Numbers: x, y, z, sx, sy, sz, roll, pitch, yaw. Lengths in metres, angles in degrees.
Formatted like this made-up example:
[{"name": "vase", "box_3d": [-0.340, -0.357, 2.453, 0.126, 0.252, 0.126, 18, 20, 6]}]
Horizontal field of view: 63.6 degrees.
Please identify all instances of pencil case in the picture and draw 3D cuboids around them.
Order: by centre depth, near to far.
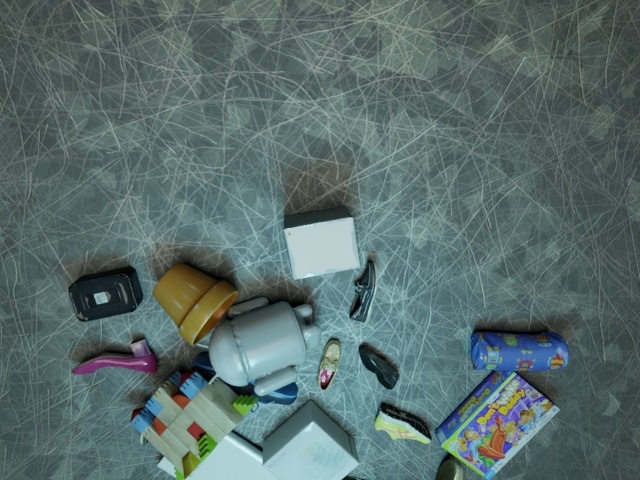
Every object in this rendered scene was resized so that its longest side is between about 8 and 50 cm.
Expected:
[{"name": "pencil case", "box_3d": [0.636, 0.353, 1.667, 0.306, 0.133, 0.119, 0, 132, -3]}]

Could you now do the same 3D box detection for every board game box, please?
[{"name": "board game box", "box_3d": [0.592, 0.610, 1.741, 0.233, 0.078, 0.347, 38, 98, -14]}]

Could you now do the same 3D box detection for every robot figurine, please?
[{"name": "robot figurine", "box_3d": [-0.176, 0.306, 1.532, 0.354, 0.299, 0.199, -17, 144, -14]}]

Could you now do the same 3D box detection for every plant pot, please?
[{"name": "plant pot", "box_3d": [-0.379, 0.170, 1.521, 0.188, 0.205, 0.205, 38, 98, 5]}]

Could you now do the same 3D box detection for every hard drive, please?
[{"name": "hard drive", "box_3d": [-0.328, 0.752, 1.717, 0.353, 0.047, 0.233, 37, 98, -7]}]

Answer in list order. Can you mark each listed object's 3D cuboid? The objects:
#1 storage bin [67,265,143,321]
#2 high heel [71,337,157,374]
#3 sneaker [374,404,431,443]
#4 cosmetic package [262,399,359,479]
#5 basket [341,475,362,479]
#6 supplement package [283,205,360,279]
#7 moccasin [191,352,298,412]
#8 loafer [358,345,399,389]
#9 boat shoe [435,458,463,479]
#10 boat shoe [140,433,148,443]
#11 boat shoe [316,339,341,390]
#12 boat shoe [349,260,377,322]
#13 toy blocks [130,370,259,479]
[{"name": "storage bin", "box_3d": [-0.639, 0.159, 1.544, 0.180, 0.084, 0.122, -12, 104, -2]}, {"name": "high heel", "box_3d": [-0.636, 0.398, 1.604, 0.244, 0.082, 0.117, -20, 94, -12]}, {"name": "sneaker", "box_3d": [0.274, 0.633, 1.735, 0.209, 0.081, 0.094, 28, 107, -4]}, {"name": "cosmetic package", "box_3d": [-0.034, 0.693, 1.690, 0.224, 0.138, 0.224, -43, 101, 6]}, {"name": "basket", "box_3d": [0.076, 0.947, 1.756, 0.205, 0.154, 0.226, 17, 105, -7]}, {"name": "supplement package", "box_3d": [0.000, 0.000, 1.492, 0.194, 0.203, 0.149, -10, 104, -1]}, {"name": "moccasin", "box_3d": [-0.240, 0.453, 1.635, 0.342, 0.137, 0.116, 18, 109, 7]}, {"name": "loafer", "box_3d": [0.191, 0.406, 1.686, 0.170, 0.062, 0.061, 52, 56, -7]}, {"name": "boat shoe", "box_3d": [0.459, 0.887, 1.792, 0.098, 0.109, 0.302, 2, 109, -10]}, {"name": "boat shoe", "box_3d": [-0.543, 0.593, 1.669, 0.049, 0.056, 0.152, 17, 101, -3]}, {"name": "boat shoe", "box_3d": [0.031, 0.407, 1.665, 0.063, 0.059, 0.170, 12, 102, -7]}, {"name": "boat shoe", "box_3d": [0.133, 0.160, 1.607, 0.065, 0.075, 0.206, 6, 108, -9]}, {"name": "toy blocks", "box_3d": [-0.404, 0.522, 1.562, 0.261, 0.191, 0.381, 43, 113, 4]}]
